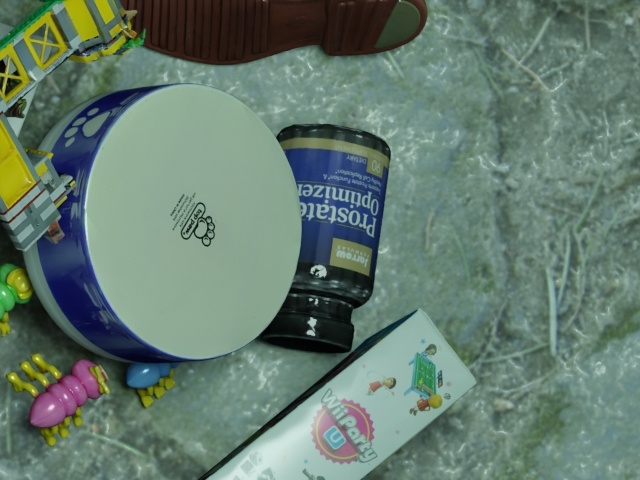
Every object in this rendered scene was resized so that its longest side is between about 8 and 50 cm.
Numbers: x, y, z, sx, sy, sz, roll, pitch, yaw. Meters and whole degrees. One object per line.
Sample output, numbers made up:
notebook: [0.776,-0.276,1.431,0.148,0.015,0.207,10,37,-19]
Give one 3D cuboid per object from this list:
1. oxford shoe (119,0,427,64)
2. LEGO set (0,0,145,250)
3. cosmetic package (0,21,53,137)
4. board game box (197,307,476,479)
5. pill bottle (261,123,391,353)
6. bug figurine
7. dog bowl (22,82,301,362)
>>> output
oxford shoe: [-0.067,-0.270,1.823,0.348,0.123,0.130,1,54,-12]
LEGO set: [-0.304,-0.119,1.559,0.255,0.331,0.192,-54,134,-37]
cosmetic package: [-0.460,-0.068,1.683,0.284,0.097,0.377,22,76,-12]
board game box: [-0.015,0.208,1.676,0.303,0.224,0.097,-37,88,-17]
pill bottle: [0.000,0.000,1.768,0.122,0.123,0.219,10,78,-12]
bug figurine: [-0.238,0.068,1.672,0.216,0.072,0.279,-43,111,-29]
dog bowl: [-0.147,-0.015,1.638,0.265,0.104,0.265,3,86,-42]
